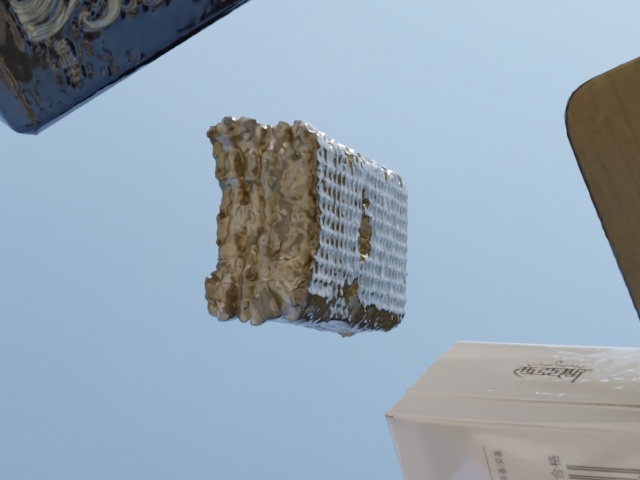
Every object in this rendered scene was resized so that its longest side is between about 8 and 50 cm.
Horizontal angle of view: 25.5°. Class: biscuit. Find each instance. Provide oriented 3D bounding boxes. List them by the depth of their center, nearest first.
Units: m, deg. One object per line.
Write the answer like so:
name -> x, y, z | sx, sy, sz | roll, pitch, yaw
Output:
biscuit -> 0.000, 0.000, 0.819 | 0.062, 0.239, 0.108 | -1, -96, 18

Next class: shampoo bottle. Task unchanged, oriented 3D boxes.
shampoo bottle -> -0.087, -0.128, 0.603 | 0.309, 0.098, 0.071 | -34, -141, -15

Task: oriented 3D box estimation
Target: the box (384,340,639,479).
box -> 0.185, 0.213, 0.972 | 0.203, 0.274, 0.116 | -2, -156, 37

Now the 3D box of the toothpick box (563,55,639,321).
toothpick box -> 0.238, -0.012, 0.700 | 0.190, 0.308, 0.187 | -22, -101, 20
